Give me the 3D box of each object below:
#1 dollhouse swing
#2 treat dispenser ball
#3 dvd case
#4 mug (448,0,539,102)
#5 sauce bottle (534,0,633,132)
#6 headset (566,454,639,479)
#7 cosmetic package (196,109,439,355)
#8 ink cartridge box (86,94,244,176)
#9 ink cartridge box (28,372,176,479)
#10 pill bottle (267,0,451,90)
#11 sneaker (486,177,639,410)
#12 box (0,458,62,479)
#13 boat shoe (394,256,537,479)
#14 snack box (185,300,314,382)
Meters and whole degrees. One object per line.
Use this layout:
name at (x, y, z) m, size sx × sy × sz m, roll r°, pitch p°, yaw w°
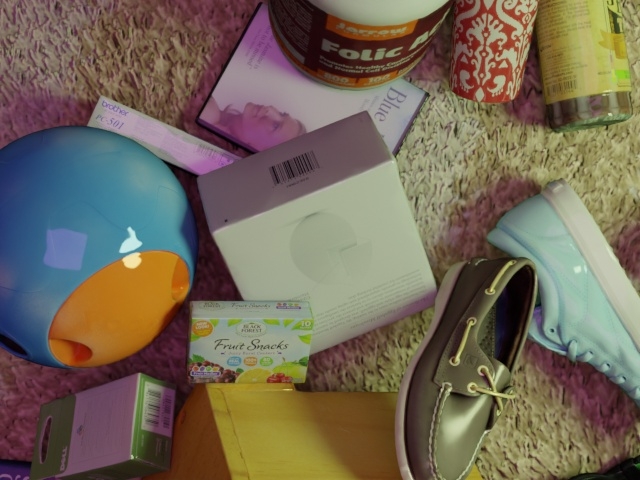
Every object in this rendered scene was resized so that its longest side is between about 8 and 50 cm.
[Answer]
dollhouse swing at (-0.010, 0.357, 1.376) m, size 0.305 × 0.346 × 0.315 m, roll 17°, pitch 117°, yaw -29°
treat dispenser ball at (-0.289, 0.008, 1.401) m, size 0.288 × 0.288 × 0.288 m, roll 0°, pitch 90°, yaw 0°
dvd case at (-0.011, -0.171, 1.534) m, size 0.253 × 0.022 × 0.180 m, roll 29°, pitch 90°, yaw 0°
mug at (0.225, -0.270, 1.476) m, size 0.113 × 0.150 × 0.169 m, roll 26°, pitch 126°, yaw 34°
sauce bottle at (0.319, -0.312, 1.489) m, size 0.112 × 0.111 × 0.344 m, roll -8°, pitch 91°, yaw 0°
headset at (0.360, 0.410, 1.442) m, size 0.394 × 0.243 × 0.185 m, roll -34°, pitch 110°, yaw 14°
cosmetic package at (0.000, 0.000, 1.429) m, size 0.224 × 0.138 × 0.224 m, roll -21°, pitch 124°, yaw 0°
ink cartridge box at (-0.184, -0.117, 1.497) m, size 0.207 × 0.097 × 0.046 m, roll 24°, pitch 89°, yaw 0°
ink cartridge box at (-0.271, 0.242, 1.472) m, size 0.209 × 0.062 × 0.108 m, roll -20°, pitch 56°, yaw 39°
pill bottle at (0.055, -0.323, 1.338) m, size 0.224 × 0.392 × 0.224 m, roll 0°, pitch 82°, yaw -3°
sneaker at (0.335, 0.112, 1.488) m, size 0.150 × 0.135 × 0.365 m, roll -30°, pitch 81°, yaw 7°
box at (-0.387, 0.353, 1.527) m, size 0.225 × 0.036 × 0.136 m, roll 5°, pitch 90°, yaw -1°
boat shoe at (0.175, 0.148, 1.361) m, size 0.116 × 0.097 × 0.324 m, roll 49°, pitch 46°, yaw -29°
snack box at (-0.084, 0.119, 1.382) m, size 0.141 × 0.037 × 0.100 m, roll 0°, pitch 124°, yaw -11°
